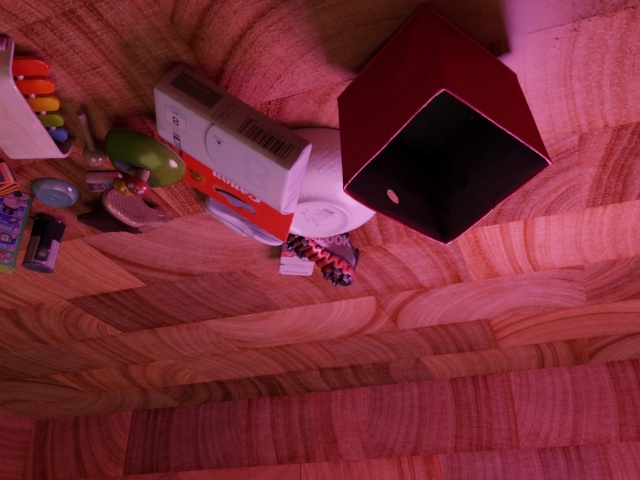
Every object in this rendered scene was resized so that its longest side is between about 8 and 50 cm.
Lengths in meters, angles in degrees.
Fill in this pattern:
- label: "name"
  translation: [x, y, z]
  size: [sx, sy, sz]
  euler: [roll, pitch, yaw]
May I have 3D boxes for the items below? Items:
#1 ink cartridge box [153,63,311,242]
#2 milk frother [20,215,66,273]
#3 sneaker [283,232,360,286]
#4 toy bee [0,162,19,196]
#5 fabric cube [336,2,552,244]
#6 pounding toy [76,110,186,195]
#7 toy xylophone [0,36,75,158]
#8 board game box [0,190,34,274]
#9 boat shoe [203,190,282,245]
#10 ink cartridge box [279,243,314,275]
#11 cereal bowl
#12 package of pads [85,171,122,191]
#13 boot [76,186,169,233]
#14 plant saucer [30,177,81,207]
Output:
- label: "ink cartridge box"
  translation: [-0.194, -0.141, 1.339]
  size: [0.308, 0.091, 0.385]
  euler: [31, 149, 7]
- label: "milk frother"
  translation: [-0.759, -0.001, 1.675]
  size: [0.143, 0.134, 0.129]
  euler: [10, 158, -8]
- label: "sneaker"
  translation: [0.000, 0.000, 1.726]
  size: [0.276, 0.135, 0.098]
  euler: [39, 151, -16]
- label: "toy bee"
  translation: [-0.766, -0.120, 1.382]
  size: [0.162, 0.298, 0.195]
  euler: [-26, 109, 32]
- label: "fabric cube"
  translation: [0.201, -0.198, 1.133]
  size: [0.254, 0.258, 0.259]
  euler: [25, 131, -27]
- label: "pounding toy"
  translation: [-0.417, -0.153, 1.367]
  size: [0.237, 0.110, 0.183]
  euler: [21, 158, -2]
- label: "toy xylophone"
  translation: [-0.635, -0.262, 1.273]
  size: [0.236, 0.081, 0.322]
  euler: [3, 151, -4]
- label: "board game box"
  translation: [-0.864, -0.061, 1.502]
  size: [0.317, 0.213, 0.046]
  euler: [21, 145, -31]
- label: "boat shoe"
  translation: [-0.192, -0.056, 1.636]
  size: [0.226, 0.083, 0.076]
  euler: [33, 156, -13]
- label: "ink cartridge box"
  translation: [-0.067, 0.044, 1.839]
  size: [0.099, 0.056, 0.135]
  euler: [4, 150, -6]
- label: "cereal bowl"
  translation: [-0.012, -0.105, 1.493]
  size: [0.339, 0.141, 0.339]
  euler: [1, 151, 1]
- label: "package of pads"
  translation: [-0.516, -0.141, 1.540]
  size: [0.083, 0.032, 0.050]
  euler: [0, 148, 1]
- label: "boot"
  translation: [-0.523, -0.061, 1.591]
  size: [0.207, 0.090, 0.248]
  euler: [-7, 166, 19]
- label: "plant saucer"
  translation: [-0.663, -0.114, 1.601]
  size: [0.119, 0.021, 0.119]
  euler: [0, 151, 0]
